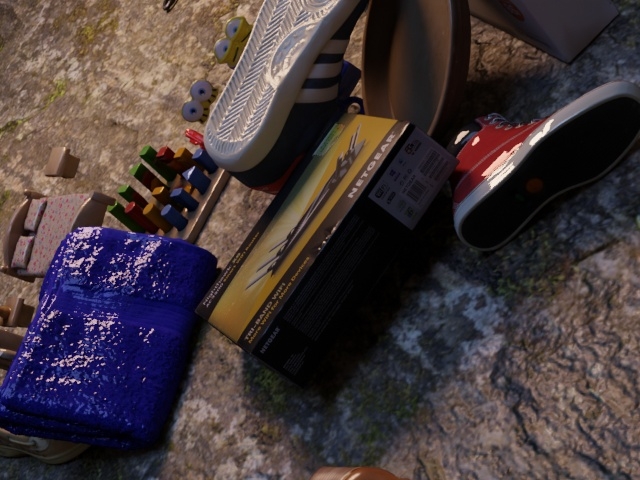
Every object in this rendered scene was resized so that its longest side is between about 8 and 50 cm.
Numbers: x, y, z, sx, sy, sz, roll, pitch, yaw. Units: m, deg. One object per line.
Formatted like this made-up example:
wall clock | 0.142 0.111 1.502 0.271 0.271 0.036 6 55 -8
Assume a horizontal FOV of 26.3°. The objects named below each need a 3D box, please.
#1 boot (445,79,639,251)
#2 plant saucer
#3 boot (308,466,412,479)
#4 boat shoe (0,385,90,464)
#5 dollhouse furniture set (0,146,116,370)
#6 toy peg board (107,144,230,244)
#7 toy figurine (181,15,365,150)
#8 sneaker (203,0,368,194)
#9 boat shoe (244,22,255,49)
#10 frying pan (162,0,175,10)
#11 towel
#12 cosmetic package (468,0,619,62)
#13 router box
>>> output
boot | 0.233 -0.118 1.485 0.244 0.088 0.176 -38 30 22
plant saucer | 0.116 -0.228 1.666 0.278 0.041 0.278 -178 90 -71
boot | 0.021 0.299 1.280 0.152 0.073 0.197 0 57 46
boat shoe | -0.387 0.237 1.839 0.285 0.089 0.105 -14 43 42
dollhouse furniture set | -0.411 0.006 1.957 0.303 0.173 0.356 -1 71 52
toy peg board | -0.227 -0.073 2.010 0.160 0.079 0.161 -7 49 48
toy figurine | -0.001 -0.237 1.883 0.217 0.191 0.363 33 95 26
sneaker | -0.016 -0.215 1.746 0.131 0.148 0.350 21 74 40
boat shoe | -0.084 -0.269 2.079 0.063 0.066 0.184 -6 46 30
frying pan | -0.254 -0.583 2.673 0.326 0.053 0.197 -51 30 -13
towel | -0.277 0.116 1.764 0.227 0.076 0.308 5 52 12
cosmetic package | 0.169 -0.388 1.678 0.097 0.284 0.377 -46 30 1
router box | 0.000 0.000 1.580 0.309 0.081 0.243 -55 20 -5
